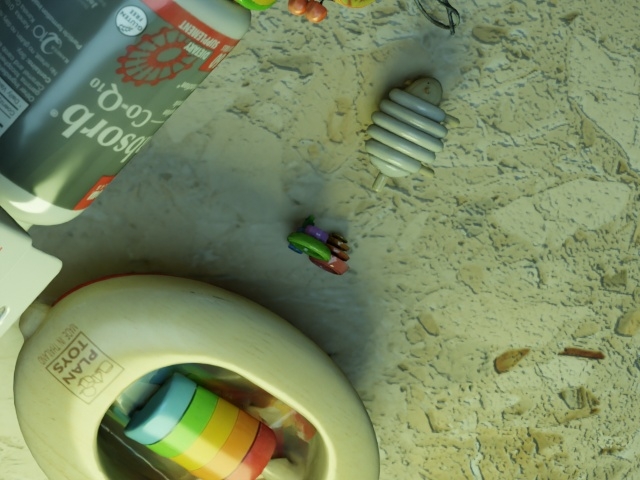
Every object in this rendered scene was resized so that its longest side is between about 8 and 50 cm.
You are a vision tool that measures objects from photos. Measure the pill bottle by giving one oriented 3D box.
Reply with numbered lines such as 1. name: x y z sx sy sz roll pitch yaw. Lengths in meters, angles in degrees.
1. pill bottle: -0.254 -0.146 1.562 0.210 0.210 0.363 37 105 -26

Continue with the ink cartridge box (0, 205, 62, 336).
1. ink cartridge box: -0.380 0.017 1.367 0.207 0.119 0.353 -48 158 0

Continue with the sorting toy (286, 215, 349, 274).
1. sorting toy: 0.000 0.000 1.780 0.042 0.061 0.102 -63 153 -10

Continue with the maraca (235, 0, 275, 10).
1. maraca: -0.061 -0.297 1.479 0.099 0.127 0.185 -1 94 24

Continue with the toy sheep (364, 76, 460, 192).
1. toy sheep: 0.090 -0.109 1.727 0.091 0.091 0.132 22 92 -22

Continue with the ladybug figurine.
1. ladybug figurine: -0.135 0.180 1.785 0.305 0.162 0.449 -44 118 13

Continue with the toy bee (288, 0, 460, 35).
1. toy bee: 0.034 -0.283 1.554 0.162 0.195 0.298 -40 111 -22
